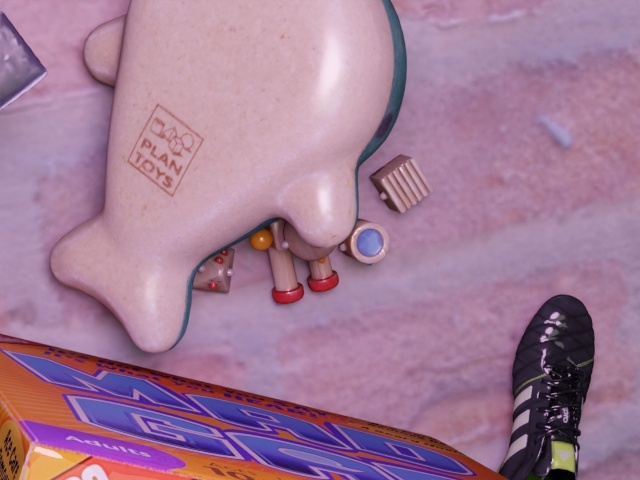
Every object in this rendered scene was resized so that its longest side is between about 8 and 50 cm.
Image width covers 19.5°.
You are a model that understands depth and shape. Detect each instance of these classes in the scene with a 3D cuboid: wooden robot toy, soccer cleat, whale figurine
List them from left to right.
[{"bbox_3d":[-0.055,-0.064,1.150,0.216,0.141,0.272,36,105,20],"label":"whale figurine"},{"bbox_3d":[0.000,0.000,1.196,0.173,0.079,0.076,-19,102,-14],"label":"wooden robot toy"},{"bbox_3d":[0.157,0.127,1.266,0.060,0.072,0.179,13,92,-19],"label":"soccer cleat"}]

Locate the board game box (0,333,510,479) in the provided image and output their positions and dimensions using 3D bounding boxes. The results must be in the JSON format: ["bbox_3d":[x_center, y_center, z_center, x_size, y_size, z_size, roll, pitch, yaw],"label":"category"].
[{"bbox_3d":[-0.072,0.282,1.060,0.356,0.356,0.356,15,92,-19],"label":"board game box"}]

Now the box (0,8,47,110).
[{"bbox_3d":[-0.249,-0.132,1.058,0.093,0.156,0.158,-38,107,-11],"label":"box"}]
